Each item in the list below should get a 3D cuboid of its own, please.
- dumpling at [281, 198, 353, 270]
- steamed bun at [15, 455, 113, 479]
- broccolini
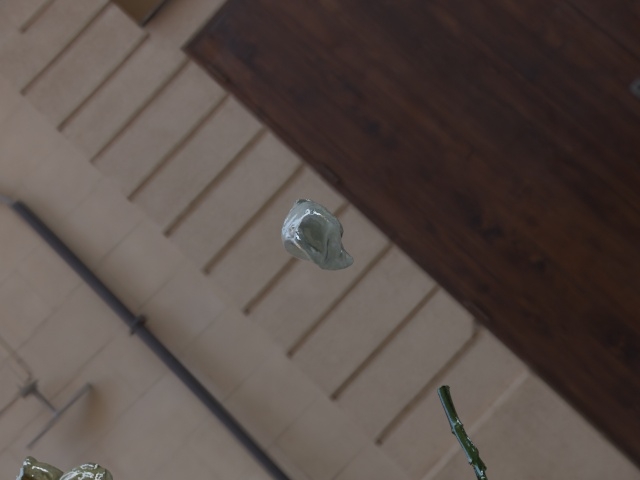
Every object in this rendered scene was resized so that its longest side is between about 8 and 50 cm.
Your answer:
[{"bbox_3d":[-0.001,0.001,1.748,0.100,0.134,0.169,-50,16,-2],"label":"dumpling"},{"bbox_3d":[-0.401,0.478,1.609,0.292,0.295,0.137,-14,31,13],"label":"steamed bun"},{"bbox_3d":[0.185,0.260,1.229,0.044,0.218,0.042,-12,-40,-4],"label":"broccolini"}]
